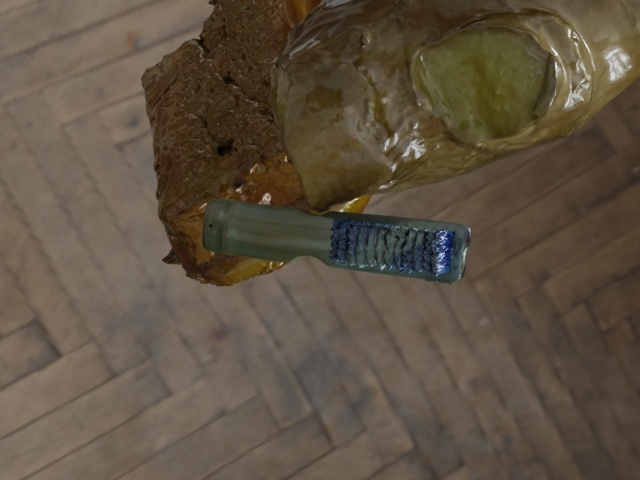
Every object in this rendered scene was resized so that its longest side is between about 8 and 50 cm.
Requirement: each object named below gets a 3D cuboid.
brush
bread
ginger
[{"bbox_3d":[0.000,0.000,0.913,0.030,0.178,0.033,-10,104,-55],"label":"brush"},{"bbox_3d":[-0.059,-0.104,1.327,0.109,0.185,0.380,51,13,-29],"label":"bread"},{"bbox_3d":[0.101,-0.107,0.945,0.270,0.219,0.123,-13,106,5],"label":"ginger"}]
